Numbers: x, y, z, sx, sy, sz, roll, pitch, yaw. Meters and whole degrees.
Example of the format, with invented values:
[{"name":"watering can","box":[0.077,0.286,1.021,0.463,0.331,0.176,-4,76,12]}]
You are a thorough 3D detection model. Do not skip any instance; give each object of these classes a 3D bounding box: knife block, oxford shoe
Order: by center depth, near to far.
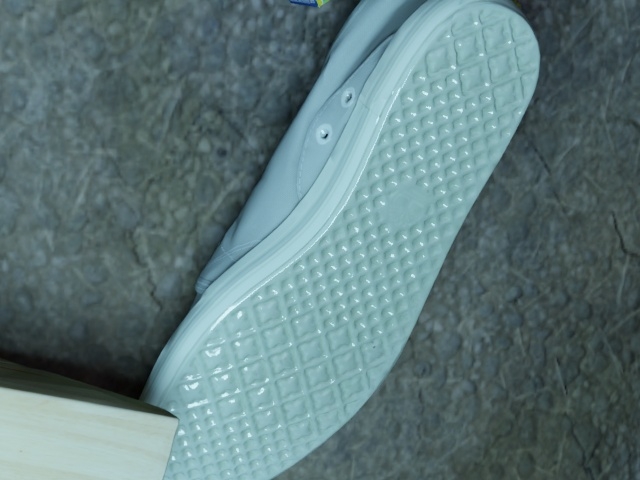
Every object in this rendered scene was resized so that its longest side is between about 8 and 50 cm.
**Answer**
[{"name":"knife block","box":[-0.255,0.120,1.009,0.275,0.242,0.088,16,93,13]},{"name":"oxford shoe","box":[0.000,0.000,1.211,0.169,0.130,0.449,24,102,-36]}]

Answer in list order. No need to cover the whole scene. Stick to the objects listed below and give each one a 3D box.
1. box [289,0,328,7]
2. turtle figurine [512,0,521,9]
[{"name":"box","box":[-0.027,-0.257,1.178,0.059,0.054,0.169,-36,115,-18]},{"name":"turtle figurine","box":[0.142,-0.280,1.246,0.269,0.087,0.217,50,59,-24]}]
